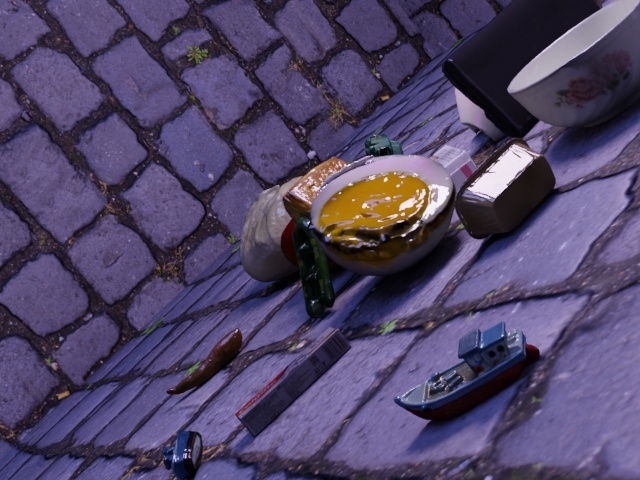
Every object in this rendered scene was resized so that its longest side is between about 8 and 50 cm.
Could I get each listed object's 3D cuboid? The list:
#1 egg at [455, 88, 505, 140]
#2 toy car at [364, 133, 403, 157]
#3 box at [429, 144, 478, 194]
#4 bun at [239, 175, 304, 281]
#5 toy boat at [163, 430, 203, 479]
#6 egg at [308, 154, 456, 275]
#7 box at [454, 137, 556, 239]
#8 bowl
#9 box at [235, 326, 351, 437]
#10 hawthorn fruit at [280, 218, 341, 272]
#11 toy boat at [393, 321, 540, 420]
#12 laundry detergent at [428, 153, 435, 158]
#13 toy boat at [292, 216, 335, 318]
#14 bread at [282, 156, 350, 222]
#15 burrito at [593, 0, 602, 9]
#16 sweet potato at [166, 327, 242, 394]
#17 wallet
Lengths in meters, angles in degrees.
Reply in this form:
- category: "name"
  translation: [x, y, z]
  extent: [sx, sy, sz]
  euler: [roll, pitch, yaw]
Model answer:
- category: "egg"
  translation: [0.399, -0.348, 2.066]
  extent: [0.206, 0.162, 0.271]
  euler: [-38, 11, 15]
- category: "toy car"
  translation: [0.172, -0.196, 2.347]
  extent: [0.097, 0.142, 0.321]
  euler: [-10, 13, 4]
- category: "box"
  translation: [0.249, -0.124, 1.862]
  extent: [0.135, 0.081, 0.199]
  euler: [-38, 12, 3]
- category: "bun"
  translation: [-0.072, -0.051, 2.330]
  extent: [0.361, 0.213, 0.361]
  euler: [-36, 9, 6]
- category: "toy boat"
  translation: [-0.236, 0.361, 1.528]
  extent: [0.060, 0.060, 0.137]
  euler: [-17, 16, 3]
- category: "egg"
  translation: [0.129, -0.022, 1.634]
  extent: [0.264, 0.174, 0.286]
  euler: [-42, 36, -23]
- category: "box"
  translation: [0.295, -0.081, 1.443]
  extent: [0.177, 0.111, 0.111]
  euler: [-42, 10, -16]
- category: "bowl"
  translation: [0.480, -0.294, 1.581]
  extent: [0.277, 0.145, 0.277]
  euler: [-38, 12, 9]
- category: "box"
  translation: [-0.045, 0.229, 1.477]
  extent: [0.218, 0.040, 0.055]
  euler: [-41, 11, -12]
- category: "hawthorn fruit"
  translation: [0.000, 0.000, 2.000]
  extent: [0.169, 0.169, 0.188]
  euler: [-41, 15, -6]
- category: "toy boat"
  translation: [0.160, 0.150, 1.016]
  extent: [0.173, 0.059, 0.069]
  euler: [-36, 10, 22]
- category: "laundry detergent"
  translation: [0.240, -0.160, 2.105]
  extent: [0.137, 0.063, 0.211]
  euler: [-38, 8, -31]
- category: "toy boat"
  translation: [-0.015, 0.053, 1.789]
  extent: [0.052, 0.210, 0.104]
  euler: [-4, -18, -26]
- category: "bread"
  translation: [0.054, -0.060, 1.890]
  extent: [0.210, 0.235, 0.099]
  euler: [-42, -20, -39]
- category: "burrito"
  translation: [0.599, -0.568, 2.146]
  extent: [0.143, 0.299, 0.105]
  euler: [-2, 45, 27]
- category: "sweet potato"
  translation: [-0.250, 0.279, 1.997]
  extent: [0.214, 0.050, 0.050]
  euler: [-43, 10, -1]
- category: "wallet"
  translation: [0.463, -0.416, 1.960]
  extent: [0.406, 0.228, 0.062]
  euler: [-44, -1, -24]
